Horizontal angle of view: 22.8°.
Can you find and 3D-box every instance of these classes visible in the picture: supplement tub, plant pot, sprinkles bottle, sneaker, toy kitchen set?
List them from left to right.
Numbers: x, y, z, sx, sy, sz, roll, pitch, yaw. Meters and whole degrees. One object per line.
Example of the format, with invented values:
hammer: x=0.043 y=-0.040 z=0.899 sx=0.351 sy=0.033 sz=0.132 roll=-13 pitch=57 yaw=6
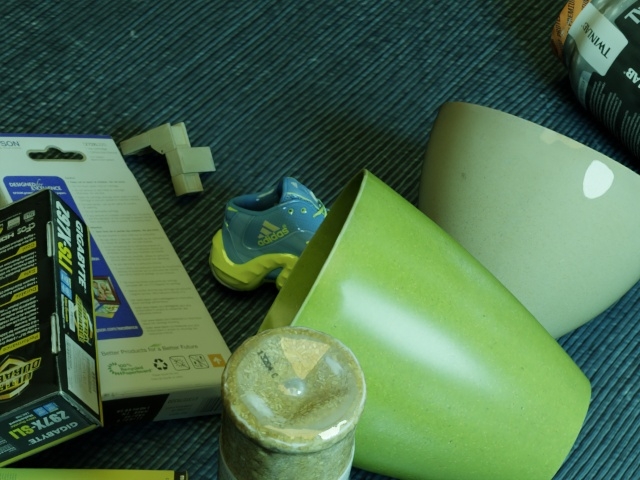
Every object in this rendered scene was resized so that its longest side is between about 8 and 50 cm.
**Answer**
toy kitchen set: x=-0.174 y=-0.088 z=1.851 sx=0.068 sy=0.075 sz=0.083 roll=-10 pitch=82 yaw=-60
sprinkles bottle: x=-0.035 y=0.222 z=1.404 sx=0.121 sy=0.355 sz=0.121 roll=3 pitch=51 yaw=-4
sneaker: x=0.000 y=0.000 z=1.725 sx=0.240 sy=0.126 sz=0.091 roll=2 pitch=32 yaw=-5
plant pot: x=0.099 y=0.122 z=1.524 sx=0.293 sy=0.275 sz=0.275 roll=30 pitch=52 yaw=-5
plant pot: x=0.217 y=0.001 z=1.697 sx=0.284 sy=0.284 sz=0.191 roll=24 pitch=85 yaw=13
supplement tub: x=0.430 y=-0.179 z=1.884 sx=0.193 sy=0.194 sz=0.316 roll=-27 pitch=59 yaw=-25

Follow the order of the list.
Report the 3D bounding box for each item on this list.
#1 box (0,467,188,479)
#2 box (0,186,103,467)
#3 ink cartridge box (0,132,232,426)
box: x=-0.243 y=0.263 z=1.522 sx=0.232 sy=0.087 sz=0.058 roll=3 pitch=51 yaw=-6
box: x=-0.372 y=0.117 z=1.529 sx=0.322 sy=0.079 sz=0.257 roll=-23 pitch=49 yaw=12
ink cartridge box: x=-0.235 y=0.032 z=1.682 sx=0.175 sy=0.069 sz=0.371 roll=-2 pitch=49 yaw=-39
